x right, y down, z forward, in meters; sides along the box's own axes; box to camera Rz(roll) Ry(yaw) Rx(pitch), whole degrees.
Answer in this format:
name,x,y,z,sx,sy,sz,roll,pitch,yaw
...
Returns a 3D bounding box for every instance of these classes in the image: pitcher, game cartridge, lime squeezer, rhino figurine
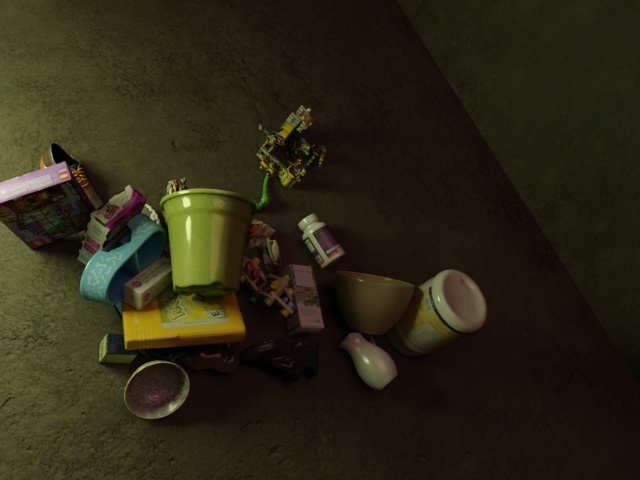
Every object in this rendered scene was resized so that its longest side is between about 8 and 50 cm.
name,x,y,z,sx,sy,sz,roll,pitch,yaw
pitcher,0.181,0.409,1.973,0.207,0.125,0.177,48,29,15
game cartridge,-0.400,0.187,1.617,0.323,0.053,0.285,1,36,-24
lime squeezer,-0.253,-0.155,2.062,0.110,0.059,0.310,50,46,2
rhino figurine,-0.346,0.332,1.657,0.243,0.073,0.107,11,51,-21

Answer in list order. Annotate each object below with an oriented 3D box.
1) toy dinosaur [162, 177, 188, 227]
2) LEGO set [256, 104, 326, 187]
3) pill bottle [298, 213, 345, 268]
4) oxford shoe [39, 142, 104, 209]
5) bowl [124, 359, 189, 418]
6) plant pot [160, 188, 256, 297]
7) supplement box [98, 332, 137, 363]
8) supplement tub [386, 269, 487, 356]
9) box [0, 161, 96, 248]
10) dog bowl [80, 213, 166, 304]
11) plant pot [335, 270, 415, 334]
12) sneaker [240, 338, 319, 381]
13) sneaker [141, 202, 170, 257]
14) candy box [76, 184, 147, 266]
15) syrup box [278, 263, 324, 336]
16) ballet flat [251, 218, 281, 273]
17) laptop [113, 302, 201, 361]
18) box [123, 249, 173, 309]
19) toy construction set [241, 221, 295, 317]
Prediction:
name,x,y,z,sx,sy,sz,roll,pitch,yaw
toy dinosaur,-0.395,-0.052,1.855,0.218,0.164,0.322,-21,111,-28
LEGO set,-0.088,-0.385,2.229,0.255,0.192,0.331,49,42,2
pill bottle,0.000,0.000,2.108,0.108,0.108,0.194,-25,78,-44
oxford shoe,-0.736,-0.173,1.687,0.271,0.098,0.097,47,45,-1
bowl,-0.446,0.387,1.522,0.170,0.170,0.080,12,12,-30
plant pot,-0.319,0.022,1.588,0.275,0.276,0.254,9,71,-32
supplement box,-0.547,0.294,1.525,0.083,0.083,0.056,10,56,-31
supplement tub,0.416,0.277,2.073,0.240,0.331,0.241,18,52,-25
box,-0.713,-0.083,1.469,0.200,0.293,0.057,-22,74,-14
dog bowl,-0.534,0.057,1.562,0.074,0.166,0.297,24,50,11
plant pot,0.181,0.228,2.011,0.283,0.284,0.191,8,93,-33
sneaker,-0.118,0.381,1.776,0.286,0.109,0.130,6,64,-31
sneaker,-0.542,-0.017,1.741,0.106,0.078,0.235,-15,73,-44
candy box,-0.596,-0.032,1.601,0.071,0.233,0.159,38,45,-2
syrup box,-0.068,0.206,1.929,0.093,0.096,0.237,7,58,-32
ballet flat,-0.181,0.008,1.989,0.076,0.079,0.222,-4,64,-37
laptop,-0.422,0.213,1.634,0.234,0.264,0.137,-28,116,-43
box,-0.447,0.085,1.653,0.063,0.067,0.324,23,33,13
toy construction set,-0.204,0.090,1.796,0.151,0.214,0.328,-38,127,-32
